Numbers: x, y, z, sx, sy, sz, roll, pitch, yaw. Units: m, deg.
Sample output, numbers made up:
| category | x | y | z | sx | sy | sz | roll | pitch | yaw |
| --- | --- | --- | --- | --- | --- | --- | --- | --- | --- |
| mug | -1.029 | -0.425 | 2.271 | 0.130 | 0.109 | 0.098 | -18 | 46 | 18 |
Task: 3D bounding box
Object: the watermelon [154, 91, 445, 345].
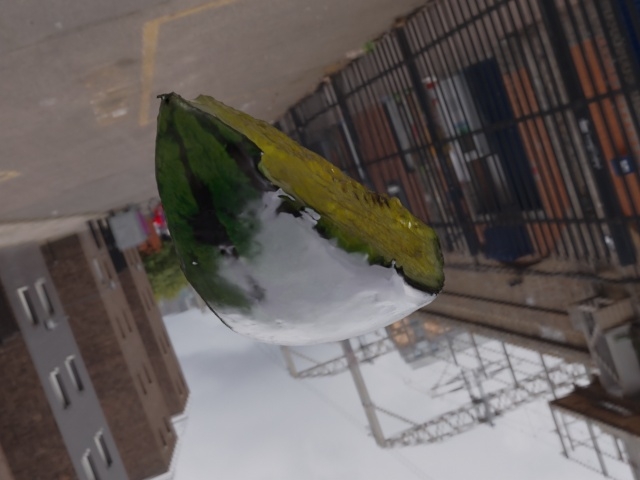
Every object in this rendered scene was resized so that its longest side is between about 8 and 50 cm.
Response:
| category | x | y | z | sx | sy | sz | roll | pitch | yaw |
| --- | --- | --- | --- | --- | --- | --- | --- | --- | --- |
| watermelon | 0.000 | 0.000 | 0.569 | 0.123 | 0.129 | 0.301 | -23 | 155 | 25 |
